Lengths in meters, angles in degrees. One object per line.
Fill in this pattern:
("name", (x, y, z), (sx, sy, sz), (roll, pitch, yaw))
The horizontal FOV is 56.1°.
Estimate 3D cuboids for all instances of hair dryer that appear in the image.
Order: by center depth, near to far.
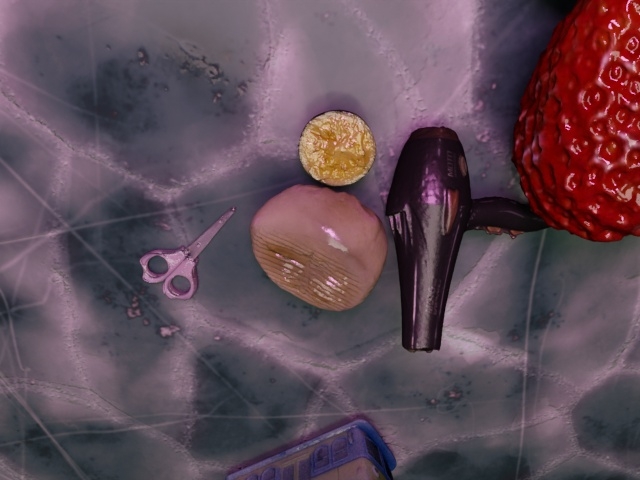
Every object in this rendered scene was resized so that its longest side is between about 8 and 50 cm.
("hair dryer", (0.259, 0.003, 0.850), (0.359, 0.120, 0.304), (1, 87, -19))

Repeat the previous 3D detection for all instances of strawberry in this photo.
("strawberry", (0.369, -0.159, 0.705), (0.291, 0.292, 0.310), (-12, 102, 4))

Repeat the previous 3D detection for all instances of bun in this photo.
("bun", (0.000, 0.000, 0.846), (0.193, 0.128, 0.178), (26, 142, 1))

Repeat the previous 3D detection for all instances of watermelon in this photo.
("watermelon", (0.024, -0.129, 0.816), (0.105, 0.062, 0.106), (2, 115, 4))

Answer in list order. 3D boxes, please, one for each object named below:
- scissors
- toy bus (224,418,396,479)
("scissors", (-0.191, 0.014, 0.914), (0.100, 0.015, 0.189), (41, 109, -18))
("toy bus", (-0.017, 0.474, 1.068), (0.312, 0.190, 0.152), (-27, 115, 12))
